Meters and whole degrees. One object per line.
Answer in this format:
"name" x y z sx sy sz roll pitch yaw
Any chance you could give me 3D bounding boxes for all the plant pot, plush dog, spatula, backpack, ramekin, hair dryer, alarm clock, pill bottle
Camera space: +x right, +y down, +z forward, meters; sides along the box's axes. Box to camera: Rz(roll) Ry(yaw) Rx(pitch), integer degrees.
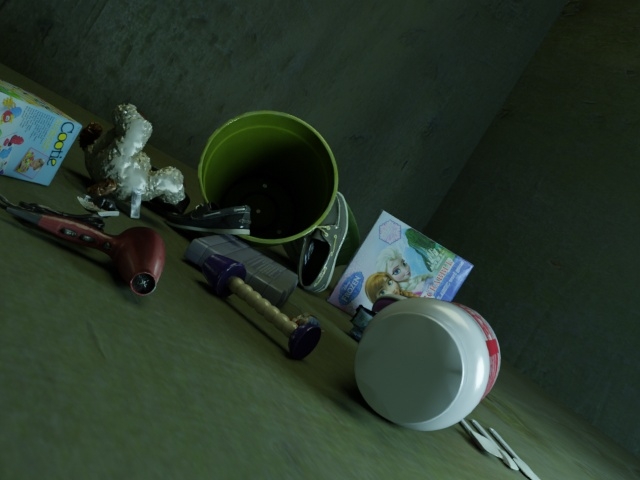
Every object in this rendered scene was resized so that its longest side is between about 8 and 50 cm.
"plant pot" -0.162 -0.129 1.876 0.367 0.366 0.353 31 -17 -1
"plush dog" -0.474 -0.167 1.541 0.225 0.211 0.262 13 -42 55
"spatula" 0.363 0.424 1.394 0.168 0.019 0.242 30 5 -13
"backpack" 0.138 0.227 1.634 0.114 0.084 0.105 30 1 39
"ramekin" -0.021 -0.033 2.174 0.303 0.148 0.303 41 -35 37
"hair dryer" -0.348 0.009 1.021 0.294 0.080 0.224 28 18 27
"alarm clock" -0.402 -0.123 1.719 0.129 0.064 0.192 33 -12 -15
"pill bottle" 0.199 0.219 1.196 0.229 0.229 0.408 33 5 19

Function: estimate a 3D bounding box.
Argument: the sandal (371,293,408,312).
"sandal" 0.229 0.260 1.673 0.102 0.169 0.416 -10 25 -27

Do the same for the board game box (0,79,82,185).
"board game box" -0.594 -0.213 1.175 0.142 0.144 0.275 32 4 17

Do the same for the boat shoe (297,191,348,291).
"boat shoe" 0.004 0.001 1.894 0.109 0.304 0.091 13 0 20

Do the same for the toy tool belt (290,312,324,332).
"toy tool belt" -0.025 0.174 1.328 0.051 0.052 0.083 24 2 23

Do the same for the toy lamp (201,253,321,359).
"toy lamp" -0.118 0.112 1.217 0.275 0.080 0.080 33 4 30

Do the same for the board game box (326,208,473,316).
"board game box" 0.233 0.123 1.946 0.318 0.318 0.066 30 5 -3

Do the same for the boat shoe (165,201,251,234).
"boat shoe" -0.277 -0.058 1.619 0.233 0.079 0.084 4 4 23

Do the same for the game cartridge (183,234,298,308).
"game cartridge" -0.169 0.067 1.525 0.230 0.068 0.355 35 4 2

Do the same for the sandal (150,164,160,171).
"sandal" -0.594 -0.231 2.070 0.255 0.054 0.097 22 -3 -1
